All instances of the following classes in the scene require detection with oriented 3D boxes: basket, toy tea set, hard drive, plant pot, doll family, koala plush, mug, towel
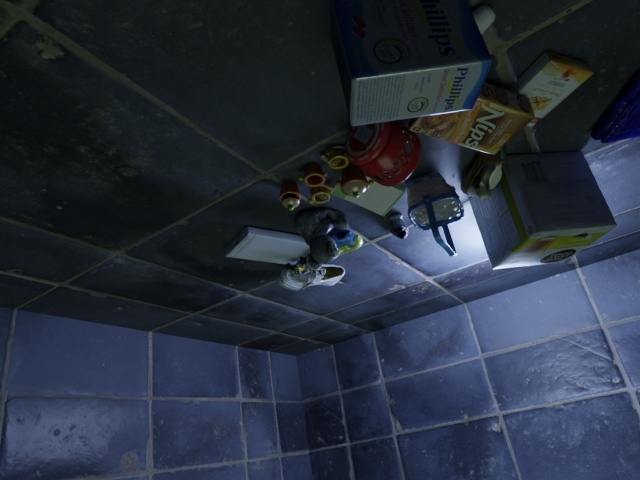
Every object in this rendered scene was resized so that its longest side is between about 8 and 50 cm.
[{"bbox_3d":[0.442,-0.098,1.727,0.201,0.288,0.255,-16,157,23],"label":"basket"},{"bbox_3d":[0.012,-0.179,1.582,0.336,0.124,0.200,-28,142,33],"label":"toy tea set"},{"bbox_3d":[-0.218,0.031,2.030,0.353,0.047,0.233,9,148,-35],"label":"hard drive"},{"bbox_3d":[0.181,-0.280,1.387,0.174,0.191,0.191,20,141,-37],"label":"plant pot"},{"bbox_3d":[-0.080,0.114,2.118,0.193,0.076,0.111,-33,152,23],"label":"doll family"},{"bbox_3d":[0.000,0.000,1.846,0.203,0.221,0.196,16,144,-41],"label":"koala plush"},{"bbox_3d":[0.387,-0.537,1.105,0.062,0.078,0.064,42,121,-18],"label":"mug"},{"bbox_3d":[1.081,-0.443,1.506,0.228,0.076,0.308,-7,154,-4],"label":"towel"}]

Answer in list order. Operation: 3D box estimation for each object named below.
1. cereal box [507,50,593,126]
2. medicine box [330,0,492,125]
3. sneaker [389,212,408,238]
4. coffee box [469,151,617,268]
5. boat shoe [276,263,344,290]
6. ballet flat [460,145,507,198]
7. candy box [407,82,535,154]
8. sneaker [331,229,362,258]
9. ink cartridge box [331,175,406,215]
[{"bbox_3d":[0.660,-0.448,1.374,0.173,0.047,0.240,3,151,-22],"label":"cereal box"},{"bbox_3d":[0.186,-0.420,1.015,0.290,0.263,0.149,-9,154,-2],"label":"medicine box"},{"bbox_3d":[0.355,-0.034,2.043,0.083,0.098,0.223,-17,153,14],"label":"sneaker"},{"bbox_3d":[0.850,-0.111,1.794,0.338,0.338,0.334,-4,154,-11],"label":"coffee box"},{"bbox_3d":[-0.030,0.166,2.271,0.367,0.135,0.156,4,151,-33],"label":"boat shoe"},{"bbox_3d":[0.616,-0.234,1.705,0.116,0.124,0.342,-7,154,-7],"label":"ballet flat"},{"bbox_3d":[0.441,-0.375,1.349,0.317,0.087,0.183,11,149,-18],"label":"candy box"},{"bbox_3d":[0.066,0.008,2.069,0.240,0.091,0.126,-24,132,27],"label":"sneaker"},{"bbox_3d":[0.179,-0.194,1.715,0.235,0.056,0.171,23,145,-10],"label":"ink cartridge box"}]
